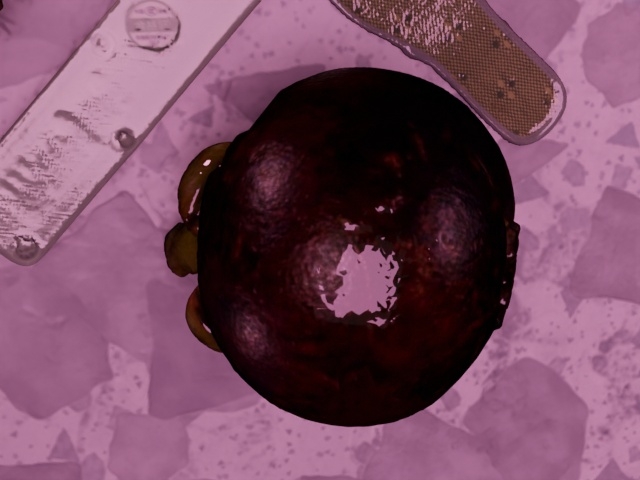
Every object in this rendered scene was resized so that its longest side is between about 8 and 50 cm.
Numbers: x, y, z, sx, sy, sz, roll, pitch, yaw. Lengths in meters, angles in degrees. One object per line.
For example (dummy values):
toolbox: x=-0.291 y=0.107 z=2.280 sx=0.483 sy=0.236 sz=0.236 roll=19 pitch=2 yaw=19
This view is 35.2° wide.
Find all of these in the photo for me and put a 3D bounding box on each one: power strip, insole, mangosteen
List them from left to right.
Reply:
power strip: x=-0.162 y=-0.147 z=0.859 sx=0.091 sy=0.062 sz=0.385 roll=40 pitch=96 yaw=-17
mangosteen: x=0.017 y=-0.003 z=0.823 sx=0.293 sy=0.297 sz=0.297 roll=31 pitch=99 yaw=7
insole: x=0.105 y=-0.203 z=0.922 sx=0.322 sy=0.007 sz=0.109 roll=40 pitch=97 yaw=-18

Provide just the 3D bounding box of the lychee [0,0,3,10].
lychee: x=-0.340 y=-0.248 z=0.705 sx=0.268 sy=0.267 sz=0.267 roll=-3 pitch=107 yaw=-10
